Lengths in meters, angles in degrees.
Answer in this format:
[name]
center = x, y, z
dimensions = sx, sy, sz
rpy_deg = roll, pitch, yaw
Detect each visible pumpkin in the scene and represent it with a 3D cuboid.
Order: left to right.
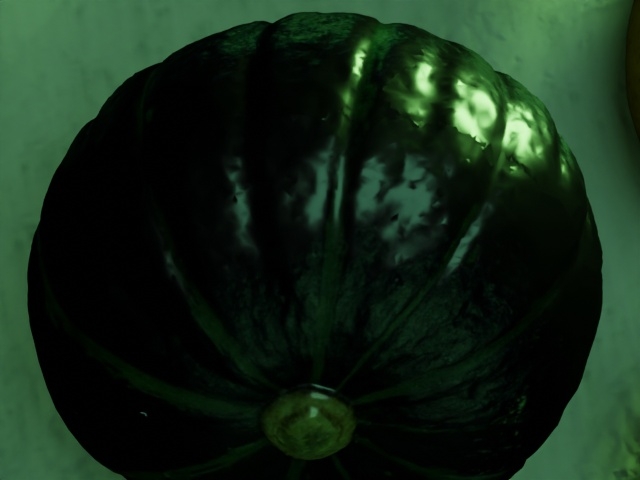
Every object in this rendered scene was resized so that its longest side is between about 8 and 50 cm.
[pumpkin]
center = 0.000, 0.000, 0.708
dimensions = 0.248, 0.248, 0.248
rpy_deg = 3, 80, -14

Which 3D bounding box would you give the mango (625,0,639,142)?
[mango]
center = 0.261, -0.138, 0.807
dimensions = 0.160, 0.191, 0.290
rpy_deg = 20, 71, -18
